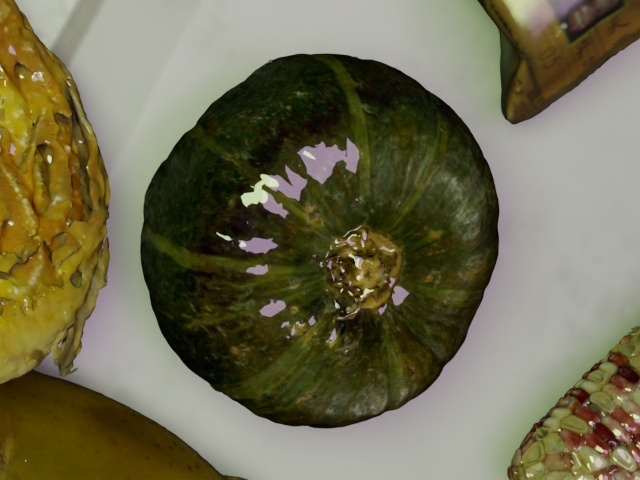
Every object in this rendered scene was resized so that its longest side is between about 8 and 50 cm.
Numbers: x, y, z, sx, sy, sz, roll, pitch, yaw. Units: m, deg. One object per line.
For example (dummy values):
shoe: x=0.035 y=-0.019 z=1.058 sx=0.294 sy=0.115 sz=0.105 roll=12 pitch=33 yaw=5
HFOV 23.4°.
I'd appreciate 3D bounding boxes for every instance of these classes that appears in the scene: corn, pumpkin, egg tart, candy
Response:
corn: x=0.244 y=0.085 z=1.017 sx=0.290 sy=0.098 sz=0.098 roll=-44 pitch=103 yaw=-13
pumpkin: x=0.000 y=0.000 z=0.914 sx=0.223 sy=0.157 sz=0.224 roll=-8 pitch=113 yaw=-20
egg tart: x=-0.235 y=-0.030 z=0.820 sx=0.132 sy=0.297 sz=0.297 roll=-29 pitch=103 yaw=28
candy: x=0.103 y=-0.220 z=0.956 sx=0.143 sy=0.101 sz=0.271 roll=-33 pitch=96 yaw=8

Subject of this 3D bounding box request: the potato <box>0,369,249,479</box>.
potato: x=-0.193 y=0.172 z=0.879 sx=0.369 sy=0.195 sz=0.176 roll=15 pitch=132 yaw=-22
